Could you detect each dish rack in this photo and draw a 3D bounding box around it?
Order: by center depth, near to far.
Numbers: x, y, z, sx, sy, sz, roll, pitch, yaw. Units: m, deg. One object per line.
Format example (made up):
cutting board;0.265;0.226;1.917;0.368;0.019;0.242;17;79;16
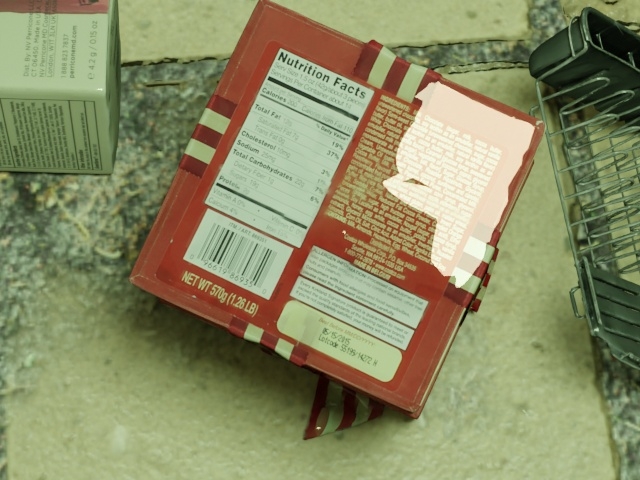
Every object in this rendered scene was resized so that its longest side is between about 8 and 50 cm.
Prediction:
dish rack;0.254;-0.027;1.262;0.208;0.074;0.271;17;57;-46

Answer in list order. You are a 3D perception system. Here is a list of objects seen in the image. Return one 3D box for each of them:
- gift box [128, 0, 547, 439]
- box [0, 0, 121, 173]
gift box;0.000;0.000;1.195;0.255;0.258;0.276;29;87;6
box;-0.278;-0.140;1.284;0.232;0.148;0.126;2;66;-4
